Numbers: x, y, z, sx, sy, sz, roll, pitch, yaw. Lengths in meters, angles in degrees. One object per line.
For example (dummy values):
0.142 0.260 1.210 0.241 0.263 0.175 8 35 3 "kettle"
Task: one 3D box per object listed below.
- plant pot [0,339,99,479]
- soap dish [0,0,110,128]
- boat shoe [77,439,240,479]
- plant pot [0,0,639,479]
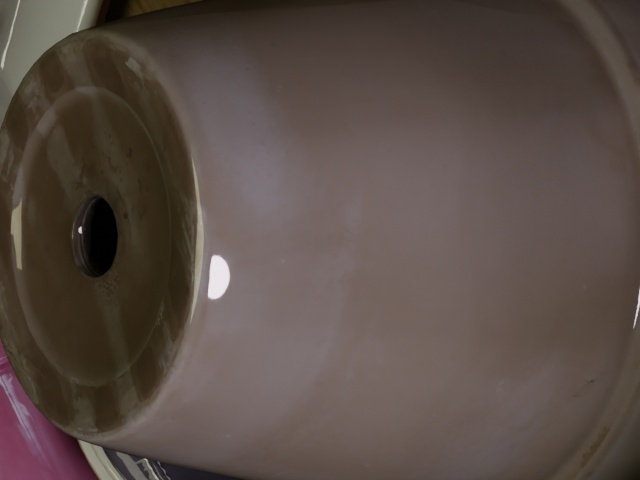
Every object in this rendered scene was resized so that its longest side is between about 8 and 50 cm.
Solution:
-0.222 0.157 1.252 0.180 0.201 0.201 55 131 14 "plant pot"
-0.257 -0.210 1.264 0.118 0.229 0.290 56 131 56 "soap dish"
-0.110 0.064 1.172 0.092 0.103 0.285 -57 44 40 "boat shoe"
0.000 0.000 0.899 0.323 0.280 0.323 2 93 51 "plant pot"
